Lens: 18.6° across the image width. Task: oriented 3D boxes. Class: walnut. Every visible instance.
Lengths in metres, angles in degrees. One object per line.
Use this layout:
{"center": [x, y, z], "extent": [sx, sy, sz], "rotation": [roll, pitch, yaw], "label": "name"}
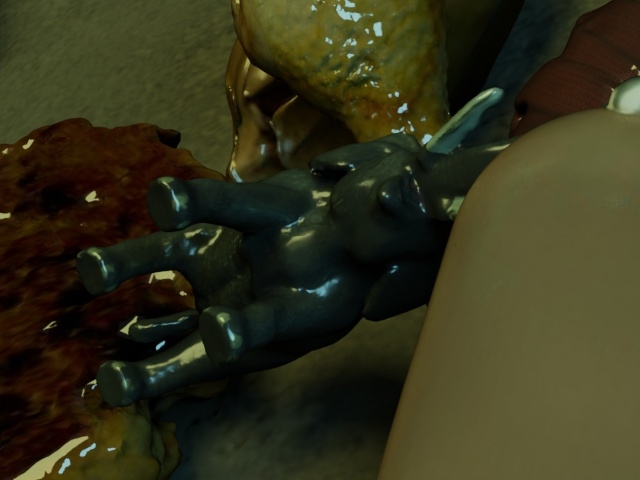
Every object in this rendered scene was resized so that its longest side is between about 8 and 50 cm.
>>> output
{"center": [0.032, -0.115, 1.055], "extent": [0.137, 0.137, 0.245], "rotation": [18, 67, 46], "label": "walnut"}

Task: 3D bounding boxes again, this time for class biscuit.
{"center": [-0.168, 0.059, 1.028], "extent": [0.289, 0.081, 0.334], "rotation": [-22, 35, 5], "label": "biscuit"}

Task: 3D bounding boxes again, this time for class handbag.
{"center": [0.179, 0.040, 0.661], "extent": [0.302, 0.149, 0.283], "rotation": [9, 88, 43], "label": "handbag"}

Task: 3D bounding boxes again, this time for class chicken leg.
{"center": [0.031, -0.072, 0.933], "extent": [0.107, 0.251, 0.087], "rotation": [-26, -7, -1], "label": "chicken leg"}

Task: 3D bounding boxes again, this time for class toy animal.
{"center": [-0.006, 0.001, 0.822], "extent": [0.137, 0.082, 0.269], "rotation": [-15, -9, -39], "label": "toy animal"}

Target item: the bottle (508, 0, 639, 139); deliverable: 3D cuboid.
{"center": [0.168, -0.047, 0.857], "extent": [0.271, 0.143, 0.156], "rotation": [-51, 26, -6], "label": "bottle"}
